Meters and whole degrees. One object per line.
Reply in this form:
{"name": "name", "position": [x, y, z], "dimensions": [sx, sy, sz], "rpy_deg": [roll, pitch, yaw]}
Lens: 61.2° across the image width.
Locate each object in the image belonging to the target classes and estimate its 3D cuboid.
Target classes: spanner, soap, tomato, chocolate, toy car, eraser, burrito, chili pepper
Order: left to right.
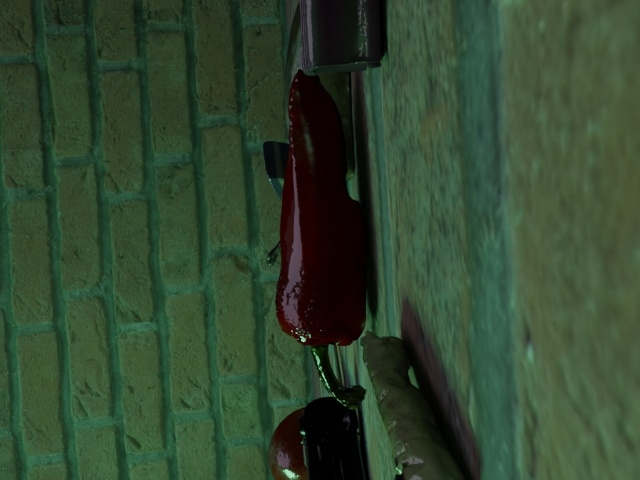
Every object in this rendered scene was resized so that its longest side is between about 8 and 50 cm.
{"name": "spanner", "position": [-0.060, -0.041, 1.200], "dimensions": [0.254, 0.015, 0.054], "rpy_deg": [-58, 18, 23]}
{"name": "eraser", "position": [-0.019, -0.048, 0.793], "dimensions": [0.225, 0.036, 0.082], "rpy_deg": [60, -167, -46]}
{"name": "tomato", "position": [-0.015, 0.370, 0.936], "dimensions": [0.167, 0.167, 0.167], "rpy_deg": [176, 90, -86]}
{"name": "chocolate", "position": [-0.010, -0.206, 0.722], "dimensions": [0.157, 0.080, 0.254], "rpy_deg": [-114, 20, -79]}
{"name": "chili pepper", "position": [0.000, 0.000, 0.612], "dimensions": [0.110, 0.110, 0.387], "rpy_deg": [-172, 81, -86]}
{"name": "soap", "position": [0.011, -0.250, 0.469], "dimensions": [0.122, 0.065, 0.203], "rpy_deg": [-108, 15, -75]}
{"name": "toy car", "position": [0.023, 0.342, 0.794], "dimensions": [0.108, 0.089, 0.209], "rpy_deg": [82, 178, -60]}
{"name": "burrito", "position": [0.059, 0.116, 0.380], "dimensions": [0.045, 0.041, 0.185], "rpy_deg": [43, -168, -20]}

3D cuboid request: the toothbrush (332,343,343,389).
{"name": "toothbrush", "position": [0.023, 0.195, 1.103], "dimensions": [0.294, 0.028, 0.026], "rpy_deg": [-107, 11, -51]}
